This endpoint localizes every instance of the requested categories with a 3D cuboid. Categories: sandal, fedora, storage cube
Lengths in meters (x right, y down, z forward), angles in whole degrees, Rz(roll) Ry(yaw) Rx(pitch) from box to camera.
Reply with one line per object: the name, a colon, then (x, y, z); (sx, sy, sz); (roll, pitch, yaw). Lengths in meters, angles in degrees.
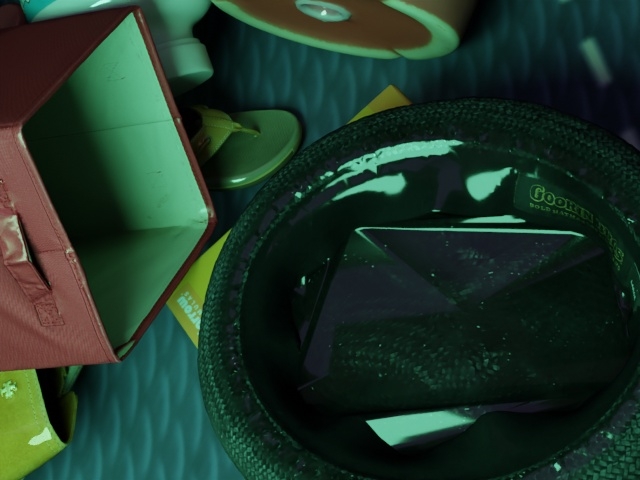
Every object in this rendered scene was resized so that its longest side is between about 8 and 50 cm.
sandal: (-0.104, -0.079, 1.189); (0.180, 0.049, 0.072); (1, 57, 4)
fedora: (0.094, 0.069, 0.992); (0.334, 0.152, 0.334); (-9, 64, 20)
storage cube: (-0.213, -0.032, 1.063); (0.193, 0.183, 0.215); (-6, 29, 23)

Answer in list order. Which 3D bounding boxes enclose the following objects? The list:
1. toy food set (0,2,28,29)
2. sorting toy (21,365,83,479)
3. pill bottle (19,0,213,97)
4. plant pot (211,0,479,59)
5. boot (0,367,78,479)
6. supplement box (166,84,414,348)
toy food set: (-0.225, -0.242, 1.305); (0.232, 0.104, 0.111); (-34, 58, 7)
sorting toy: (-0.241, 0.025, 1.237); (0.229, 0.041, 0.307); (19, 76, 34)
pill bottle: (-0.172, -0.233, 1.168); (0.146, 0.146, 0.264); (-23, 88, 14)
plant pot: (0.032, -0.276, 1.126); (0.275, 0.275, 0.243); (10, 84, 28)
boot: (-0.270, 0.184, 1.083); (0.211, 0.104, 0.295); (-22, 53, 18)
supplement box: (0.000, 0.000, 1.112); (0.233, 0.080, 0.078); (-44, 55, 4)
